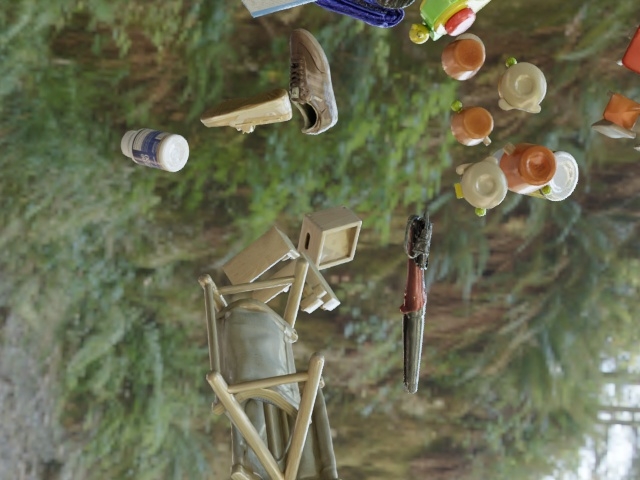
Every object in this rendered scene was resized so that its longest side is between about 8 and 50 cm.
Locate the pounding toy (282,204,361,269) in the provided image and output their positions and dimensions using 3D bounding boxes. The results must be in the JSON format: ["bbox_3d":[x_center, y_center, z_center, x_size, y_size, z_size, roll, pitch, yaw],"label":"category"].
[{"bbox_3d":[0.000,0.000,2.452,0.100,0.130,0.141,44,-44,37],"label":"pounding toy"}]

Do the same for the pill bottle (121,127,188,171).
[{"bbox_3d":[-0.299,-0.164,1.960,0.067,0.120,0.067,-20,117,-47],"label":"pill bottle"}]

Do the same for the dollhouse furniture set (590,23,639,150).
[{"bbox_3d":[0.564,-0.236,1.590,0.135,0.259,0.262,-118,-127,-81],"label":"dollhouse furniture set"}]

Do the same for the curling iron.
[{"bbox_3d":[0.119,0.086,1.428,0.068,0.035,0.274,-67,162,-57],"label":"curling iron"}]

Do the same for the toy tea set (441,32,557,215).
[{"bbox_3d":[0.320,-0.220,2.029,0.124,0.200,0.336,180,-98,-81],"label":"toy tea set"}]

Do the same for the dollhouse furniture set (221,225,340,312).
[{"bbox_3d":[-0.071,0.083,2.017,0.144,0.123,0.151,56,7,21],"label":"dollhouse furniture set"}]

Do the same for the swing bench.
[{"bbox_3d":[-0.072,0.206,1.589,0.253,0.165,0.255,-103,-175,-58],"label":"swing bench"}]

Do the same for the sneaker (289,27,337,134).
[{"bbox_3d":[-0.023,-0.277,1.937,0.066,0.071,0.188,5,-58,49],"label":"sneaker"}]

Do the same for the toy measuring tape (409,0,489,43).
[{"bbox_3d":[0.308,-0.516,2.221,0.330,0.121,0.121,-39,-160,16],"label":"toy measuring tape"}]

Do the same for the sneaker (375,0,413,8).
[{"bbox_3d":[0.156,-0.588,2.079,0.281,0.106,0.162,93,7,-54],"label":"sneaker"}]

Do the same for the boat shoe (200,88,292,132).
[{"bbox_3d":[-0.129,-0.217,1.924,0.063,0.170,0.059,-67,141,-51],"label":"boat shoe"}]

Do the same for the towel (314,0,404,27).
[{"bbox_3d":[0.033,-0.556,2.460,0.076,0.227,0.308,-65,-154,15],"label":"towel"}]

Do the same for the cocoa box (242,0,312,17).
[{"bbox_3d":[-0.077,-0.671,2.213,0.228,0.231,0.347,51,34,-53],"label":"cocoa box"}]

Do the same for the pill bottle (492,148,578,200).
[{"bbox_3d":[0.442,-0.146,2.300,0.184,0.103,0.103,20,-71,56],"label":"pill bottle"}]
